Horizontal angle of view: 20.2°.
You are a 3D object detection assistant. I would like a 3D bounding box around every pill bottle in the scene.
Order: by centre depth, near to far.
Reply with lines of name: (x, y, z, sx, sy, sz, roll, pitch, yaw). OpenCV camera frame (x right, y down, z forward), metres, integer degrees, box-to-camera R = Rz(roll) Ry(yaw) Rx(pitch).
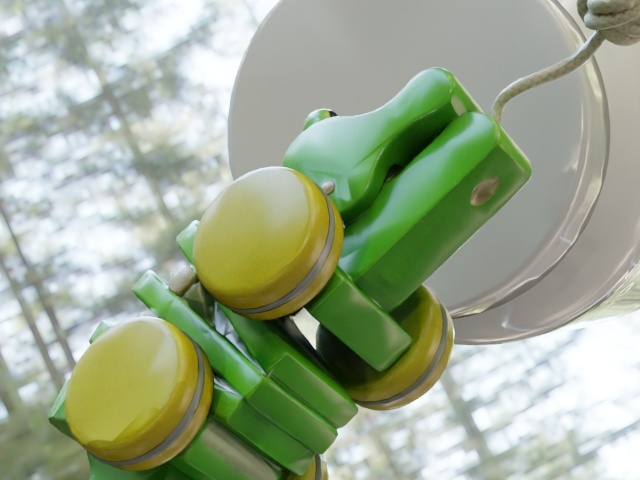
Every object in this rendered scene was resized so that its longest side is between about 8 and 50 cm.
pill bottle: (0.097, -0.051, 0.964, 0.210, 0.210, 0.363, -33, -11, 18)

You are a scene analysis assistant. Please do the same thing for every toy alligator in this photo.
toy alligator: (0.000, 0.000, 0.362, 0.189, 0.051, 0.056, -49, -43, -2)
